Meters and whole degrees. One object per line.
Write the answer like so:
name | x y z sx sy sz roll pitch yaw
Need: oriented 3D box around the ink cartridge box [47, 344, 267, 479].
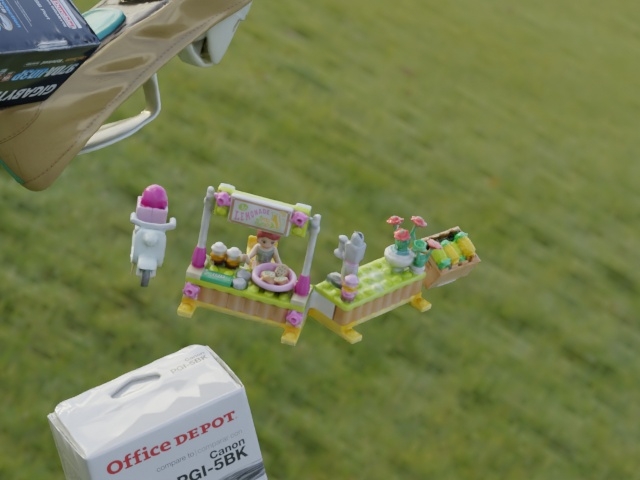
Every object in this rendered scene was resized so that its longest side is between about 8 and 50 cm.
ink cartridge box | -0.082 0.140 1.080 0.099 0.135 0.056 -24 33 -18

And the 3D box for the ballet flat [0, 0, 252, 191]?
ballet flat | -0.098 -0.112 1.093 0.080 0.232 0.073 18 -39 52

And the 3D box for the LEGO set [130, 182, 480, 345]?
LEGO set | 0.000 0.000 1.484 0.287 0.107 0.132 3 32 -14

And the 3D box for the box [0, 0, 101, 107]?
box | -0.224 -0.161 0.945 0.220 0.051 0.175 54 24 7
